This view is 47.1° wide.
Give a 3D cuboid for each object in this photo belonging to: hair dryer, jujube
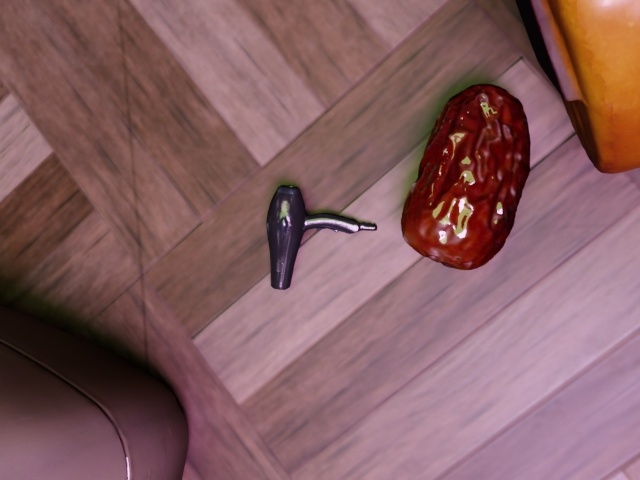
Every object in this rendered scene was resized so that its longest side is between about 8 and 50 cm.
[{"bbox_3d":[0.000,0.000,0.553,0.083,0.031,0.079,5,101,7],"label":"hair dryer"},{"bbox_3d":[0.102,-0.044,0.504,0.077,0.077,0.129,16,82,14],"label":"jujube"}]

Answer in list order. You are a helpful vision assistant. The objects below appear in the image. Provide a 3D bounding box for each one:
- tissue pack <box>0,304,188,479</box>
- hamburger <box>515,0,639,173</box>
[{"bbox_3d":[-0.311,0.167,0.504,0.387,0.277,0.267,18,91,13],"label":"tissue pack"},{"bbox_3d":[0.202,-0.188,0.374,0.225,0.291,0.291,-17,85,17],"label":"hamburger"}]
